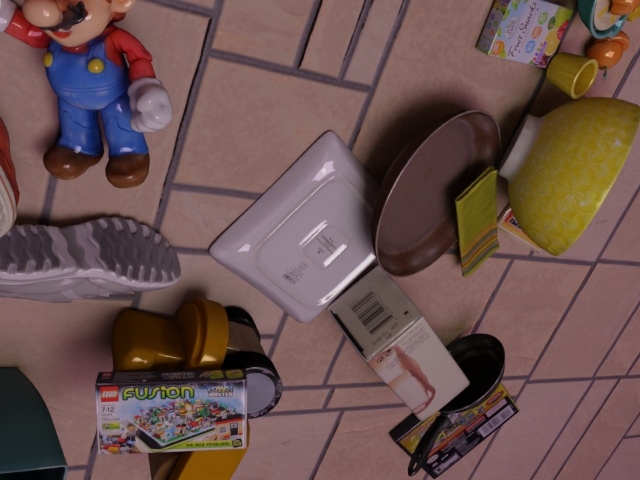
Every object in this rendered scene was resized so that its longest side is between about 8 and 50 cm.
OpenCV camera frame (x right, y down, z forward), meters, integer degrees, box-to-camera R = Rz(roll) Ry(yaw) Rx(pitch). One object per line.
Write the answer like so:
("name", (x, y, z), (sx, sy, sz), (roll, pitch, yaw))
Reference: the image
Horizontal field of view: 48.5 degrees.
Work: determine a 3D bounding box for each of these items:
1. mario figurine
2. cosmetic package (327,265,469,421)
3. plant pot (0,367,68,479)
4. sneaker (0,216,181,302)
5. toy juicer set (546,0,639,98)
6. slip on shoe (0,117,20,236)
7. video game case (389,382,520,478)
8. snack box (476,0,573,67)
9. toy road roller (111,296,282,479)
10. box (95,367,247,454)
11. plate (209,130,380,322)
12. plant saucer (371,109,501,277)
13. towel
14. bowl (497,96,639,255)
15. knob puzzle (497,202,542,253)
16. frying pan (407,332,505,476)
("mario figurine", (-0.283, -0.201, 0.793), (0.198, 0.170, 0.321), (-14, 129, -19))
("cosmetic package", (0.151, 0.199, 1.321), (0.129, 0.153, 0.296), (-40, 136, 0))
("plant pot", (-0.466, 0.292, 0.985), (0.165, 0.234, 0.165), (5, 119, -32))
("sneaker", (-0.335, 0.034, 0.996), (0.281, 0.105, 0.115), (6, 148, -35))
("toy juicer set", (0.483, -0.397, 1.124), (0.209, 0.089, 0.329), (-25, 137, -32))
("slip on shoe", (-0.424, -0.158, 0.793), (0.123, 0.101, 0.331), (-13, 115, -2))
("video game case", (0.322, 0.426, 1.675), (0.275, 0.035, 0.248), (-39, 133, 1))
("snack box", (0.328, -0.338, 1.138), (0.141, 0.037, 0.100), (2, 119, -33))
("toy road roller", (-0.232, 0.244, 1.122), (0.240, 0.202, 0.330), (20, 105, -25))
("box", (-0.209, 0.241, 1.005), (0.207, 0.036, 0.114), (0, 107, -9))
("plate", (0.000, 0.000, 1.181), (0.278, 0.045, 0.277), (-44, 133, 4))
("plant saucer", (0.185, -0.082, 1.181), (0.310, 0.050, 0.311), (-32, 142, -29))
("towel", (0.290, -0.028, 1.301), (0.102, 0.021, 0.237), (-43, 146, -17))
("bowl", (0.401, -0.133, 1.224), (0.156, 0.289, 0.289), (26, 113, 6))
("knob puzzle", (0.453, -0.071, 1.405), (0.213, 0.030, 0.213), (-15, 127, -21))
("frying pan", (0.280, 0.312, 1.392), (0.197, 0.326, 0.053), (-27, 117, 31))
